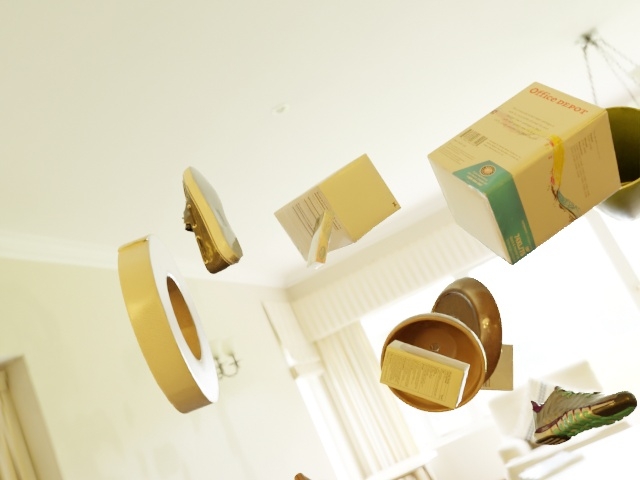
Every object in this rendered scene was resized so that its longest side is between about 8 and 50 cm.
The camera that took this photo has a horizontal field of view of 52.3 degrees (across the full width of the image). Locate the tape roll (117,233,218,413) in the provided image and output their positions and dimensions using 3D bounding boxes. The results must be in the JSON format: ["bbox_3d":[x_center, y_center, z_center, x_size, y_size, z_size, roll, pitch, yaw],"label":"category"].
[{"bbox_3d":[-0.320,0.174,1.394,0.072,0.391,0.392,-22,-14,-3],"label":"tape roll"}]

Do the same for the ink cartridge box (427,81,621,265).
[{"bbox_3d":[0.392,-0.133,1.255,0.270,0.198,0.197,-35,-54,-4],"label":"ink cartridge box"}]

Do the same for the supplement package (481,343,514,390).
[{"bbox_3d":[0.487,0.402,2.097,0.194,0.149,0.203,5,-11,-9],"label":"supplement package"}]

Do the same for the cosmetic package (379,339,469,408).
[{"bbox_3d":[0.148,0.190,0.929,0.115,0.060,0.041,17,13,22],"label":"cosmetic package"}]

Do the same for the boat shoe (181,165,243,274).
[{"bbox_3d":[-0.214,-0.035,1.185,0.076,0.228,0.080,-36,-26,11],"label":"boat shoe"}]

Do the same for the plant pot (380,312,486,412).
[{"bbox_3d":[0.262,0.267,1.509,0.237,0.237,0.110,-30,7,21],"label":"plant pot"}]

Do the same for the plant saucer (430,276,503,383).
[{"bbox_3d":[0.386,0.254,1.811,0.050,0.310,0.310,3,-25,-24],"label":"plant saucer"}]

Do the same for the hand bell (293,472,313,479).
[{"bbox_3d":[0.025,0.471,1.078,0.126,0.242,0.126,-17,-56,-26],"label":"hand bell"}]

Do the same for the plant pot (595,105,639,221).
[{"bbox_3d":[0.839,-0.178,1.838,0.275,0.274,0.293,-29,-41,17],"label":"plant pot"}]

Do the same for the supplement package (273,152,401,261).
[{"bbox_3d":[0.029,-0.062,1.353,0.139,0.133,0.244,-36,5,-26],"label":"supplement package"}]

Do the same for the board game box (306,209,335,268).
[{"bbox_3d":[0.000,0.000,1.118,0.020,0.090,0.090,13,-10,-8],"label":"board game box"}]

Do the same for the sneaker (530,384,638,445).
[{"bbox_3d":[0.465,0.296,1.189,0.083,0.098,0.224,16,-39,-27],"label":"sneaker"}]
